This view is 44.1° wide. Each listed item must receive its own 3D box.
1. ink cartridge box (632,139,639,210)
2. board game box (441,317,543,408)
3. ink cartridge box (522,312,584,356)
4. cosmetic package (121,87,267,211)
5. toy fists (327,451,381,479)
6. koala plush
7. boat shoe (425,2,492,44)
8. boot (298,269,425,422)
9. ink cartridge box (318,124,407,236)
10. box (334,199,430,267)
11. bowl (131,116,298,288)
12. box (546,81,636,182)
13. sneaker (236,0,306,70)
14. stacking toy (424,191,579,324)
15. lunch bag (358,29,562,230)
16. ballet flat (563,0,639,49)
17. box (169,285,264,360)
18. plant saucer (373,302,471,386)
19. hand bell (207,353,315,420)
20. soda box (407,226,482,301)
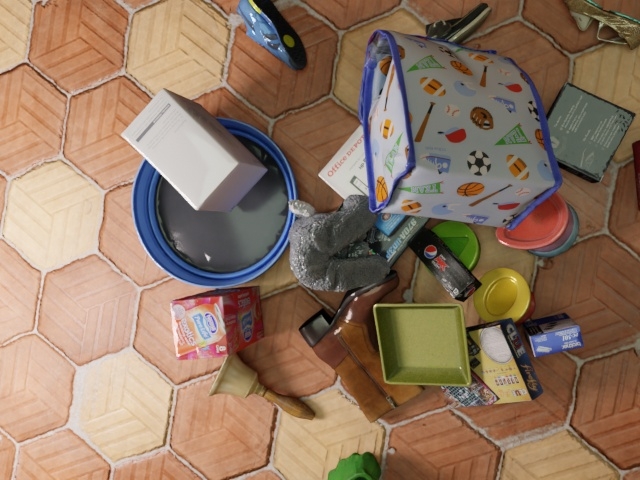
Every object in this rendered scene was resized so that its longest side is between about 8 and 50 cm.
[{"bbox_3d":[0.767,-0.139,1.467,0.279,0.385,0.160,-4,91,11],"label":"ink cartridge box"},{"bbox_3d":[0.332,0.261,1.649,0.243,0.042,0.165,-23,90,55],"label":"board game box"},{"bbox_3d":[0.473,0.192,1.619,0.097,0.207,0.046,-14,89,11],"label":"ink cartridge box"},{"bbox_3d":[-0.256,-0.183,1.660,0.224,0.224,0.138,45,99,6],"label":"cosmetic package"},{"bbox_3d":[0.027,0.582,1.748,0.096,0.142,0.279,40,98,-9],"label":"toy fists"},{"bbox_3d":[0.000,0.000,1.660,0.203,0.221,0.196,-19,112,-19],"label":"koala plush"},{"bbox_3d":[0.262,-0.445,1.708,0.233,0.084,0.079,-34,86,12],"label":"boat shoe"},{"bbox_3d":[0.132,0.232,1.720,0.264,0.096,0.280,-39,95,9],"label":"boot"},{"bbox_3d":[0.119,-0.126,1.688,0.203,0.086,0.148,41,97,7],"label":"ink cartridge box"},{"bbox_3d":[0.130,-0.044,1.757,0.175,0.051,0.220,38,97,8],"label":"box"},{"bbox_3d":[-0.237,-0.086,1.812,0.392,0.077,0.390,0,91,10],"label":"bowl"},{"bbox_3d":[0.544,-0.223,1.655,0.158,0.093,0.155,28,96,8],"label":"box"},{"bbox_3d":[-0.113,-0.465,1.795,0.082,0.069,0.209,-34,94,42],"label":"sneaker"},{"bbox_3d":[0.391,0.013,1.709,0.280,0.130,0.308,31,94,35],"label":"stacking toy"},{"bbox_3d":[0.258,-0.236,1.577,0.328,0.239,0.385,6,62,-19],"label":"lunch bag"},{"bbox_3d":[0.584,-0.462,1.658,0.206,0.073,0.067,30,111,12],"label":"ballet flat"},{"bbox_3d":[-0.219,0.175,1.722,0.123,0.257,0.128,-6,90,13],"label":"box"},{"bbox_3d":[0.216,0.208,1.643,0.188,0.045,0.188,-2,110,22],"label":"plant saucer"},{"bbox_3d":[-0.122,0.348,1.800,0.242,0.126,0.126,26,96,-3],"label":"hand bell"},{"bbox_3d":[0.261,0.050,1.669,0.060,0.053,0.169,-47,58,13],"label":"soda box"}]
